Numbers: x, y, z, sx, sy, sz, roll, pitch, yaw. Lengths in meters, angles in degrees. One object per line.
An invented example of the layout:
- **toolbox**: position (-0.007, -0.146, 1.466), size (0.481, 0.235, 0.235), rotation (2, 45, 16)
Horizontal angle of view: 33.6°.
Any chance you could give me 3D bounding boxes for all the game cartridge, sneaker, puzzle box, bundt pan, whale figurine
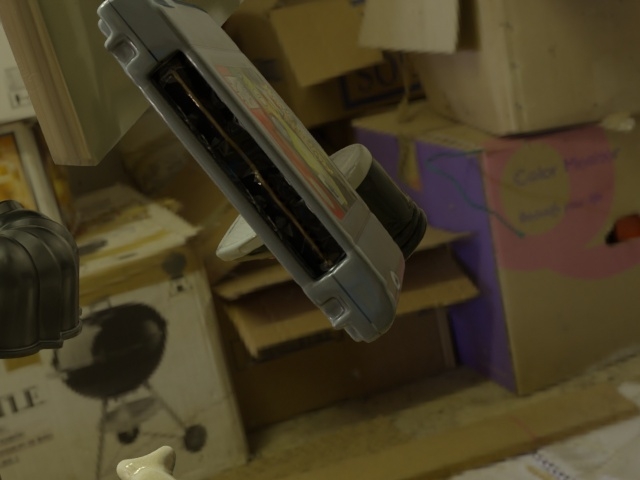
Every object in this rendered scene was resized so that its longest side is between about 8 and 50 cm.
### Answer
- **game cartridge**: position (-0.039, -0.063, 0.805), size (0.060, 0.294, 0.196), rotation (-39, 3, 7)
- **sneaker**: position (0.000, 0.000, 1.213), size (0.296, 0.147, 0.104), rotation (-24, 33, 49)
- **puzzle box**: position (-0.193, -0.297, 1.090), size (0.052, 0.272, 0.409), rotation (3, 37, 22)
- **bundt pan**: position (-0.433, 0.021, 1.237), size (0.331, 0.124, 0.331), rotation (12, 14, -3)
- **whale figurine**: position (-0.257, 0.471, 1.741), size (0.216, 0.141, 0.272), rotation (-19, 43, -10)

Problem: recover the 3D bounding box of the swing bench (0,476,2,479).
- **swing bench**: position (-0.493, 0.368, 1.257), size (0.165, 0.254, 0.253), rotation (-26, 0, 43)
